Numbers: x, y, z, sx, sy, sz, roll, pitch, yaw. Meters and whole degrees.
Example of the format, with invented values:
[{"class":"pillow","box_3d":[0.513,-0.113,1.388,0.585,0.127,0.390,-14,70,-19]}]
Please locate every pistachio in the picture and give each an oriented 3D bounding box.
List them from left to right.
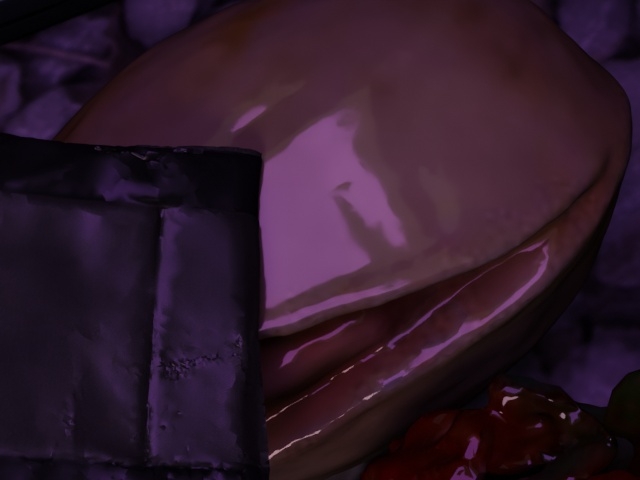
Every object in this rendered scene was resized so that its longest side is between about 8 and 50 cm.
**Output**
[{"class":"pistachio","box_3d":[0.000,0.000,0.875,0.309,0.230,0.230,-33,65,-12]}]

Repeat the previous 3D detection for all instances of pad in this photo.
[{"class":"pad","box_3d":[-0.134,0.033,0.728,0.233,0.022,0.174,3,69,-15]}]

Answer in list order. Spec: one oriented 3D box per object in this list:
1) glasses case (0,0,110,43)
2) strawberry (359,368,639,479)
[{"class":"glasses case","box_3d":[-0.200,-0.149,1.078,0.184,0.039,0.077,-22,63,-3]},{"class":"strawberry","box_3d":[0.136,0.225,0.744,0.312,0.267,0.351,-12,67,26]}]
